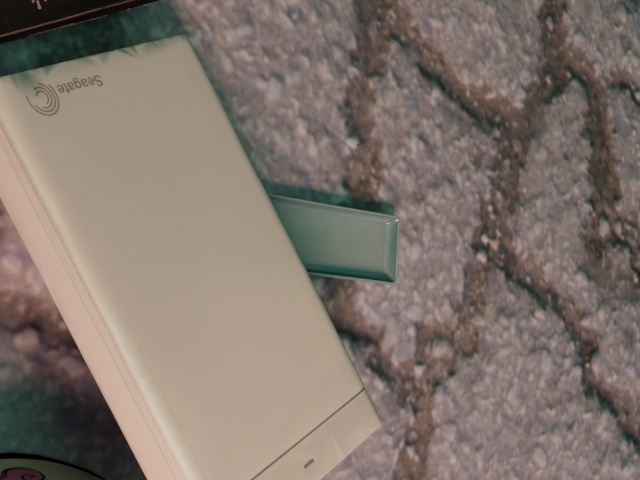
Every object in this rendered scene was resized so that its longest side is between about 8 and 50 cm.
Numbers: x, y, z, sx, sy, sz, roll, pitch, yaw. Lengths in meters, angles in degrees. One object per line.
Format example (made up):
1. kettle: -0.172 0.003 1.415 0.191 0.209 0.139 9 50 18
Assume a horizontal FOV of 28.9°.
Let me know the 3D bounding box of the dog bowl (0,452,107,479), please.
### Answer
1. dog bowl: -0.196 0.355 0.834 0.408 0.150 0.407 3 86 -43

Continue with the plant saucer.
1. plant saucer: 0.000 0.000 1.125 0.192 0.018 0.067 8 83 -44

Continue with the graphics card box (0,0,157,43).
1. graphics card box: -0.208 -0.267 0.886 0.371 0.094 0.232 -28 108 -42

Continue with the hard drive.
1. hard drive: -0.097 0.028 0.915 0.233 0.047 0.353 -29 92 -56
